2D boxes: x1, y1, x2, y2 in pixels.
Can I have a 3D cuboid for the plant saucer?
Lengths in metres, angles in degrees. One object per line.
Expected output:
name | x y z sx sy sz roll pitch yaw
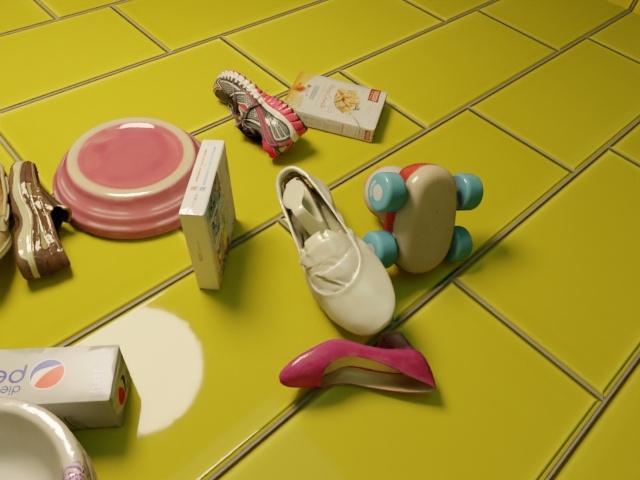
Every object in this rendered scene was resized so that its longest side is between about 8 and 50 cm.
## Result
plant saucer | -0.387 -0.151 1.091 0.332 0.084 0.332 3 50 -4

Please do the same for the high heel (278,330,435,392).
high heel | 0.062 0.219 0.831 0.244 0.082 0.117 -4 39 -27

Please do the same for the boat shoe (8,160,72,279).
boat shoe | -0.520 -0.045 0.986 0.095 0.095 0.257 -12 64 -19

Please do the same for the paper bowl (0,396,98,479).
paper bowl | -0.415 0.347 0.622 0.284 0.148 0.284 3 50 -4

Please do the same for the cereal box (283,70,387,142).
cereal box | 0.037 -0.343 1.325 0.240 0.047 0.173 15 50 6

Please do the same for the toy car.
toy car | 0.156 -0.065 1.050 0.219 0.210 0.238 -4 20 -26

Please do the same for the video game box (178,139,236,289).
video game box | -0.197 -0.043 0.943 0.048 0.205 0.187 2 49 0

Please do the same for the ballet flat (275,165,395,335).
ballet flat | 0.000 0.000 0.944 0.139 0.139 0.400 -11 44 -16

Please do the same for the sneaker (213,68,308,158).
sneaker | -0.168 -0.306 1.233 0.112 0.121 0.299 -49 57 -3

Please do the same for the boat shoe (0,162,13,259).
boat shoe | -0.611 -0.048 0.932 0.105 0.089 0.285 -8 36 -19

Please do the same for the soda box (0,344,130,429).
soda box | -0.436 0.220 0.760 0.286 0.098 0.091 -1 49 -8
